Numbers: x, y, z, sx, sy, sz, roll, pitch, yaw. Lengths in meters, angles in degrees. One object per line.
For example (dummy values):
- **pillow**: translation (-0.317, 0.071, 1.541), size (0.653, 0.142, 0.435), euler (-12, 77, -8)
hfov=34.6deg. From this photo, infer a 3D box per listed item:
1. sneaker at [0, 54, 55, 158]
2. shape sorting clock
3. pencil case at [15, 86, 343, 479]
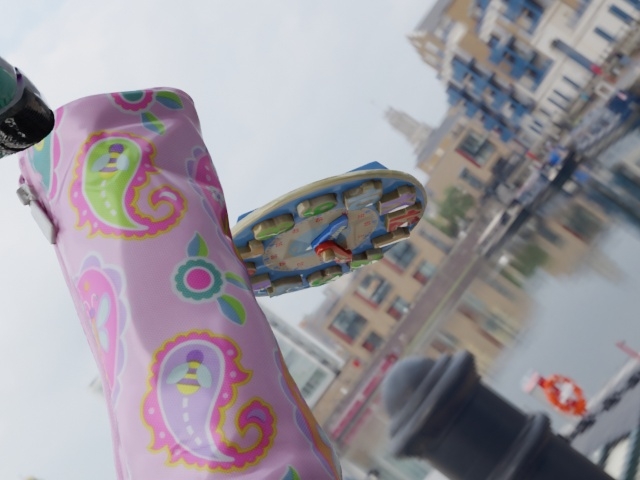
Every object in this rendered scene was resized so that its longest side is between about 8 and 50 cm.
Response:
- **sneaker**: translation (-0.176, -0.089, 0.355), size (0.083, 0.098, 0.224), euler (-19, -14, 19)
- **shape sorting clock**: translation (0.000, 0.000, 0.914), size (0.206, 0.040, 0.206), euler (-22, -23, -10)
- **pencil case**: translation (-0.087, 0.043, 0.581), size (0.124, 0.284, 0.124), euler (-20, -27, -10)
